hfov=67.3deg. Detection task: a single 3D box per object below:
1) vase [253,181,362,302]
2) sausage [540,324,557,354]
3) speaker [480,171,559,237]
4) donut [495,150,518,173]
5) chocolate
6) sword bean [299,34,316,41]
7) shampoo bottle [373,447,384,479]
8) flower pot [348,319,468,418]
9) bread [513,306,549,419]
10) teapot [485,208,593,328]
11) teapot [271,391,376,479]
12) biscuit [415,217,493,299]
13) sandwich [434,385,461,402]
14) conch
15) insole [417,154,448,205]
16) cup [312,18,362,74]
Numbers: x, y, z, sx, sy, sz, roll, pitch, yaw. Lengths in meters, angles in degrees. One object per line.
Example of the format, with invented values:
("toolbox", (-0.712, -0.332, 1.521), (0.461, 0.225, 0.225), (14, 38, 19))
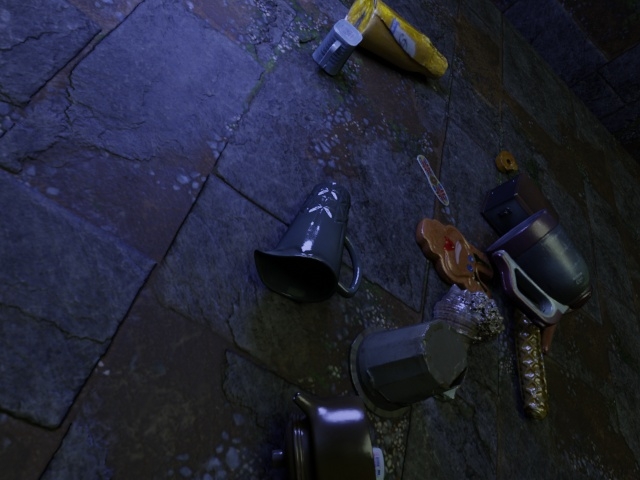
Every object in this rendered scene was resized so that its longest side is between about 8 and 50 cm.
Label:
("vase", (0.000, 0.000, 1.081), (0.251, 0.156, 0.301), (36, 42, -16))
("sausage", (0.768, 0.316, 1.625), (0.043, 0.043, 0.186), (52, 45, -5))
("speaker", (0.719, -0.092, 1.725), (0.231, 0.153, 0.193), (46, 45, -11))
("donut", (0.750, -0.315, 1.952), (0.108, 0.043, 0.097), (4, 65, -38))
("chocolate", (0.291, -0.697, 1.690), (0.445, 0.162, 0.162), (13, 59, -36))
("sword bean", (-0.038, -0.615, 1.471), (0.012, 0.012, 0.083), (53, 44, -4))
("shampoo bottle", (0.079, 0.451, 0.965), (0.099, 0.043, 0.072), (20, 55, -31))
("flower pot", (0.203, 0.277, 1.060), (0.212, 0.202, 0.213), (17, 61, -34))
("bread", (0.640, 0.359, 1.467), (0.084, 0.077, 0.368), (27, 51, -25))
("teapot", (0.686, 0.106, 1.503), (0.314, 0.233, 0.312), (-33, 80, -30))
("teapot", (0.002, 0.391, 0.857), (0.175, 0.185, 0.268), (-6, 99, 0))
("biscuit", (0.419, 0.055, 1.467), (0.333, 0.047, 0.202), (38, 48, -17))
("sandwich", (0.307, 0.350, 1.218), (0.093, 0.035, 0.105), (-34, 90, -44))
("conch", (0.404, 0.219, 1.328), (0.245, 0.163, 0.178), (-36, 59, -29))
("insole", (0.374, -0.200, 1.596), (0.065, 0.006, 0.194), (-21, 82, -45))
("cup", (0.043, -0.570, 1.436), (0.095, 0.129, 0.128), (41, 50, -6))
